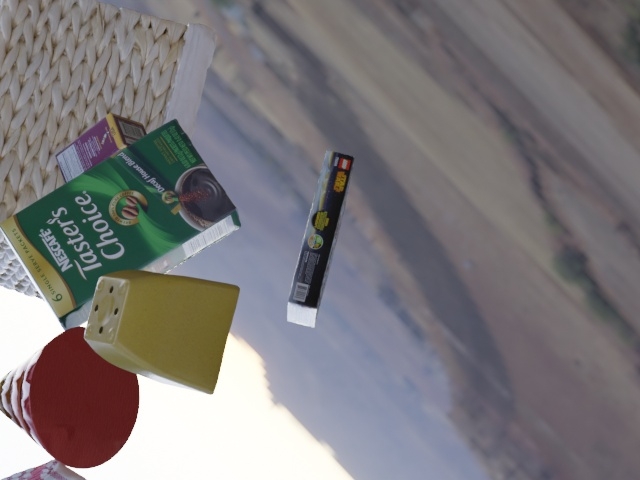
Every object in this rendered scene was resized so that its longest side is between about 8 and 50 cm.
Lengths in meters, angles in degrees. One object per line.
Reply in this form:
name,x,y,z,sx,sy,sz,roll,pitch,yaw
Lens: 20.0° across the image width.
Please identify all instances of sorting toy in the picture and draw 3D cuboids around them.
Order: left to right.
sorting toy,-0.261,0.253,1.537,0.126,0.366,0.127,-2,163,42

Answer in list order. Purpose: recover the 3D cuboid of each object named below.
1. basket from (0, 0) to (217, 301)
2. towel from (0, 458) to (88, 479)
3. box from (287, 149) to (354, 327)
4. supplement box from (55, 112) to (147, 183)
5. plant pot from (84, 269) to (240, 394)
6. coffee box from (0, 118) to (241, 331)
basket,-0.316,-0.102,2.215,0.266,0.331,0.328,15,165,-14
towel,-0.272,0.266,1.628,0.144,0.197,0.029,47,-151,-44
box,0.000,0.000,1.560,0.027,0.137,0.094,14,168,1
supplement box,-0.222,-0.088,1.871,0.055,0.083,0.043,15,-134,-55
plant pot,-0.121,0.060,1.310,0.083,0.082,0.081,17,173,-34
coffee box,-0.175,-0.013,1.586,0.113,0.184,0.040,56,171,22
